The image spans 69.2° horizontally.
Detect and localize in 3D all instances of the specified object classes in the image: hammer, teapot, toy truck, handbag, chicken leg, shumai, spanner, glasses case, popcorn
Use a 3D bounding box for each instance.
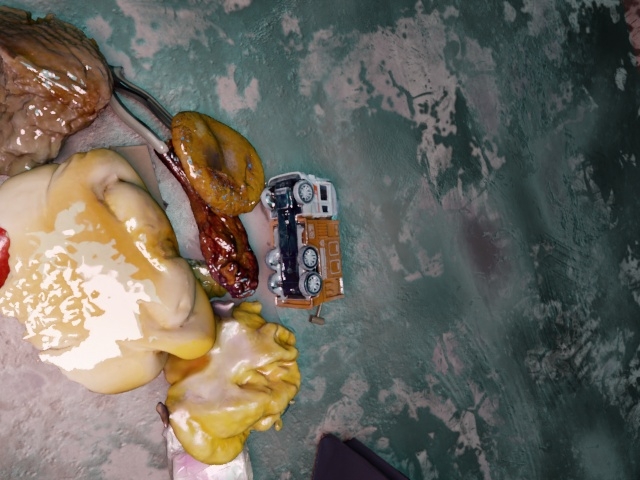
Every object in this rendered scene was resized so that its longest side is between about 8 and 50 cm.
[{"bbox_3d":[0.003,0.163,1.208,0.036,0.019,0.110,20,77,-21],"label":"hammer"},{"bbox_3d":[-0.249,0.480,1.022,0.178,0.163,0.221,-8,91,-18],"label":"teapot"},{"bbox_3d":[-0.030,-0.002,1.087,0.162,0.136,0.304,-4,90,-46],"label":"toy truck"},{"bbox_3d":[0.094,0.637,1.076,0.119,0.326,0.268,19,85,-28],"label":"handbag"},{"bbox_3d":[-0.252,-0.047,1.040,0.096,0.158,0.406,-33,77,14],"label":"chicken leg"},{"bbox_3d":[-0.565,-0.279,0.909,0.346,0.217,0.283,24,122,7],"label":"shumai"},{"bbox_3d":[-0.434,-0.322,1.002,0.325,0.040,0.095,42,58,-8],"label":"spanner"},{"bbox_3d":[-0.398,-0.114,1.026,0.103,0.070,0.193,-19,95,-49],"label":"glasses case"},{"bbox_3d":[-0.198,0.284,1.001,0.316,0.281,0.297,-43,62,-8],"label":"popcorn"}]

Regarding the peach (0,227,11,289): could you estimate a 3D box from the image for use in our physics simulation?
[{"bbox_3d":[-0.604,0.017,0.867,0.198,0.197,0.197,0,89,-22],"label":"peach"}]

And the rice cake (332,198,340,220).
[{"bbox_3d":[0.001,-0.001,1.193,0.080,0.042,0.221,5,90,-17],"label":"rice cake"}]

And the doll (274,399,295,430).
[{"bbox_3d":[-0.101,0.366,1.129,0.089,0.102,0.179,34,67,-63],"label":"doll"}]

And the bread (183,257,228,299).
[{"bbox_3d":[-0.272,0.092,1.065,0.157,0.083,0.094,33,92,-21],"label":"bread"}]

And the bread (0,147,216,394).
[{"bbox_3d":[-0.374,0.051,0.817,0.246,0.329,0.423,-25,92,19],"label":"bread"}]

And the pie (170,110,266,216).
[{"bbox_3d":[-0.224,-0.172,1.026,0.273,0.069,0.273,39,36,-36],"label":"pie"}]
